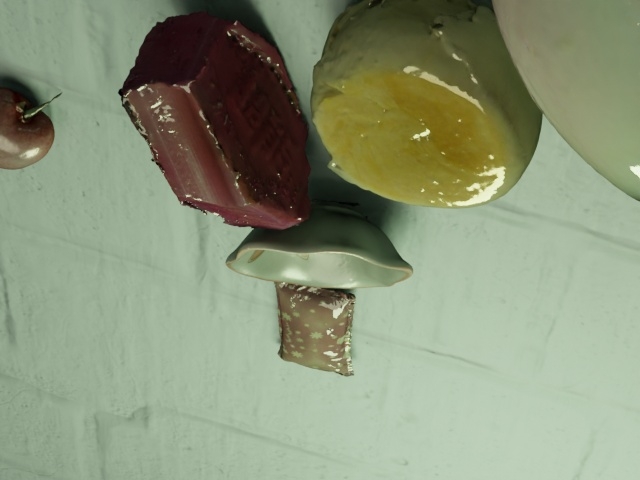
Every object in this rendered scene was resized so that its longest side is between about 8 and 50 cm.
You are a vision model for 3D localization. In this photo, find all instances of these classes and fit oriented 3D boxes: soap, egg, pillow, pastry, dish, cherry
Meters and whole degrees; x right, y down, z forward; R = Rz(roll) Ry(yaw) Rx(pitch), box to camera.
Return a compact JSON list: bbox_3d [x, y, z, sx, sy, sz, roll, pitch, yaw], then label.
[{"bbox_3d":[-0.103,-0.119,2.061,0.112,0.182,0.289,1,135,28],"label":"soap"},{"bbox_3d":[0.285,-0.260,1.541,0.340,0.354,0.354,47,140,-6],"label":"egg"},{"bbox_3d":[-0.009,0.118,2.438,0.118,0.043,0.185,14,144,15],"label":"pillow"},{"bbox_3d":[0.110,-0.148,1.946,0.265,0.133,0.265,15,143,11],"label":"pastry"},{"bbox_3d":[0.000,0.000,2.222,0.229,0.081,0.229,4,168,1],"label":"dish"},{"bbox_3d":[-0.378,-0.130,2.270,0.106,0.087,0.126,24,142,4],"label":"cherry"}]
